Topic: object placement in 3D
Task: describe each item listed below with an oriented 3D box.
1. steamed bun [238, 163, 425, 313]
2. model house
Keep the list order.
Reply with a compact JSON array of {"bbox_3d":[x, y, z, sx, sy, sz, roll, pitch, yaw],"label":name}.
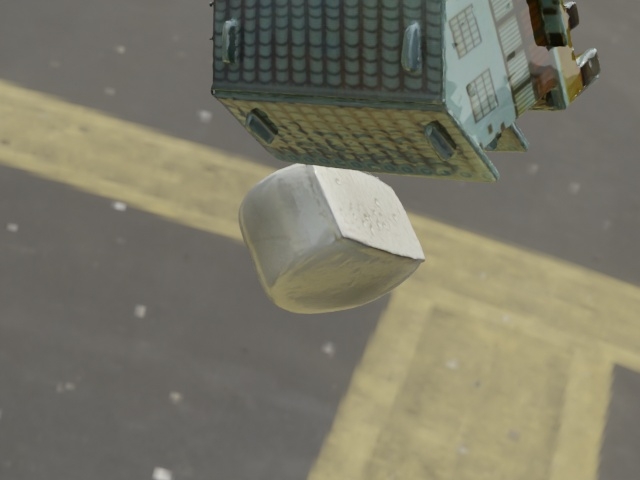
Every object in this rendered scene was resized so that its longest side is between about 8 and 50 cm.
[{"bbox_3d":[0.000,0.000,1.911,0.242,0.164,0.146,14,49,-56],"label":"steamed bun"},{"bbox_3d":[0.063,-0.156,1.148,0.224,0.198,0.215,9,36,41],"label":"model house"}]
